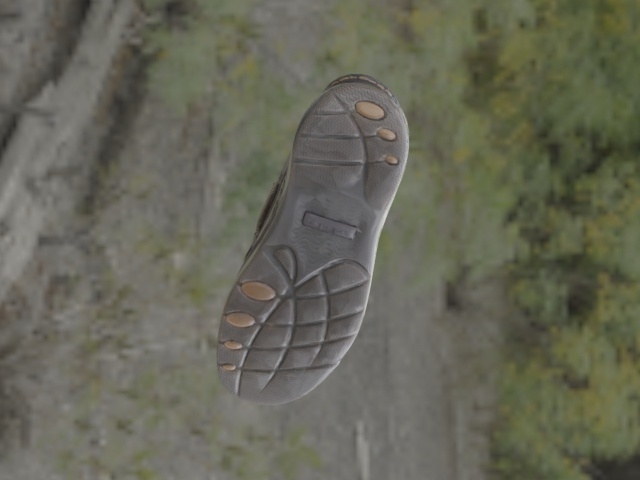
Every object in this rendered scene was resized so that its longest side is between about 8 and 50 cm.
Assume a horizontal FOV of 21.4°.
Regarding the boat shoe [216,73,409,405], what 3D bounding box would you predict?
[{"bbox_3d":[0.000,0.000,1.642,0.130,0.132,0.355,-75,-171,-66],"label":"boat shoe"}]
